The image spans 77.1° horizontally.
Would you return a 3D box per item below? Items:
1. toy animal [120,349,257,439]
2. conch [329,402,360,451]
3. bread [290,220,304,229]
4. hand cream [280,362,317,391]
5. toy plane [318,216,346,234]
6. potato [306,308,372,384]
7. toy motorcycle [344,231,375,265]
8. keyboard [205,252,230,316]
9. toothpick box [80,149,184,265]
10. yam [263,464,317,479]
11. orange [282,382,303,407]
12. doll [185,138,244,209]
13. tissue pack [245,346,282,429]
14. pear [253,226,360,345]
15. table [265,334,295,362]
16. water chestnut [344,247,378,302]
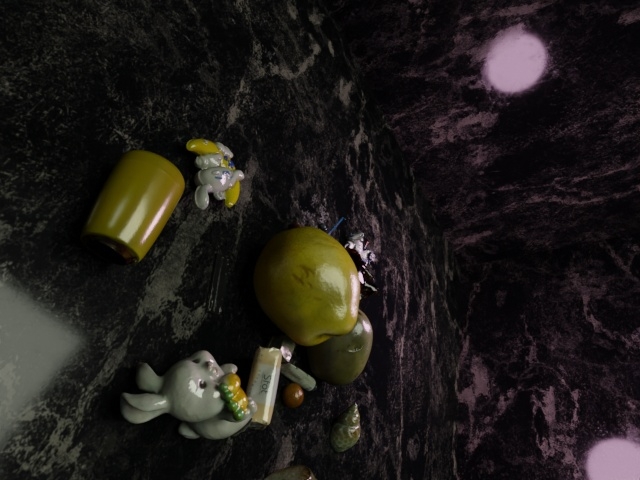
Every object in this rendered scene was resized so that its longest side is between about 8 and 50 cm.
[{"bbox_3d":[-0.305,0.384,1.002,0.310,0.247,0.182,58,15,-52],"label":"toy animal"},{"bbox_3d":[0.107,0.755,1.600,0.116,0.106,0.173,45,53,-10],"label":"conch"},{"bbox_3d":[-0.090,-0.001,1.610,0.067,0.192,0.119,15,100,-17],"label":"bread"},{"bbox_3d":[-0.085,0.488,1.446,0.234,0.080,0.050,50,36,-41],"label":"hand cream"},{"bbox_3d":[0.000,0.000,1.682,0.105,0.271,0.254,43,79,-8],"label":"toy plane"},{"bbox_3d":[0.069,0.406,1.544,0.243,0.221,0.326,1,112,-32],"label":"potato"},{"bbox_3d":[0.202,0.042,2.073,0.221,0.102,0.150,37,68,-41],"label":"toy motorcycle"},{"bbox_3d":[-0.324,0.139,1.275,0.064,0.010,0.197,36,48,-47],"label":"keyboard"},{"bbox_3d":[-0.466,-0.076,0.997,0.175,0.175,0.271,45,45,-39],"label":"toothpick box"},{"bbox_3d":[-0.057,0.834,1.246,0.304,0.168,0.168,65,33,-16],"label":"yam"},{"bbox_3d":[-0.097,0.540,1.400,0.085,0.085,0.084,30,52,-49],"label":"orange"},{"bbox_3d":[-0.342,-0.216,1.309,0.252,0.111,0.237,-13,89,-67],"label":"doll"},{"bbox_3d":[-0.179,0.449,1.220,0.090,0.186,0.222,13,56,-5],"label":"tissue pack"},{"bbox_3d":[-0.045,0.150,1.388,0.362,0.363,0.418,14,49,-55],"label":"pear"},{"bbox_3d":[-0.145,0.373,1.382,0.062,0.083,0.079,56,35,-28],"label":"table"},{"bbox_3d":[0.088,0.175,1.683,0.289,0.245,0.288,15,72,-55],"label":"water chestnut"}]
